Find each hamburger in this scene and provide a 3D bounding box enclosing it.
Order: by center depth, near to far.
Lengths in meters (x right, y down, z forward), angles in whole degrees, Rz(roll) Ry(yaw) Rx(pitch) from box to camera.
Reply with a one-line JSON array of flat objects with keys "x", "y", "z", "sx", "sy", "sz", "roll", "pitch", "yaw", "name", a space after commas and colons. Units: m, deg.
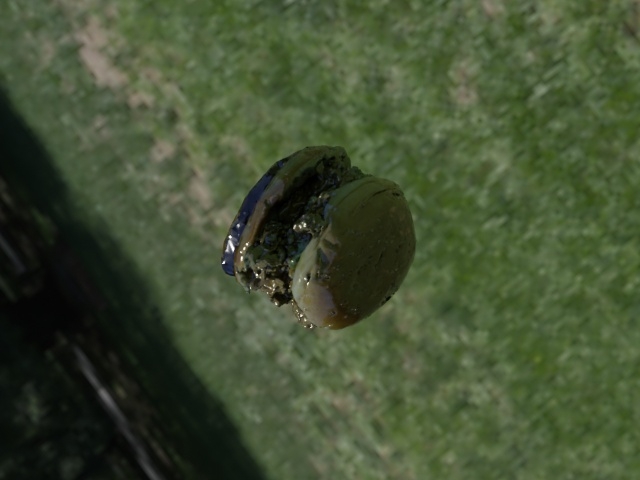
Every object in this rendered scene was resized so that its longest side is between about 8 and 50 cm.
[{"x": 0.000, "y": 0.000, "z": 1.374, "sx": 0.131, "sy": 0.185, "sz": 0.159, "roll": 38, "pitch": 125, "yaw": 28, "name": "hamburger"}]
